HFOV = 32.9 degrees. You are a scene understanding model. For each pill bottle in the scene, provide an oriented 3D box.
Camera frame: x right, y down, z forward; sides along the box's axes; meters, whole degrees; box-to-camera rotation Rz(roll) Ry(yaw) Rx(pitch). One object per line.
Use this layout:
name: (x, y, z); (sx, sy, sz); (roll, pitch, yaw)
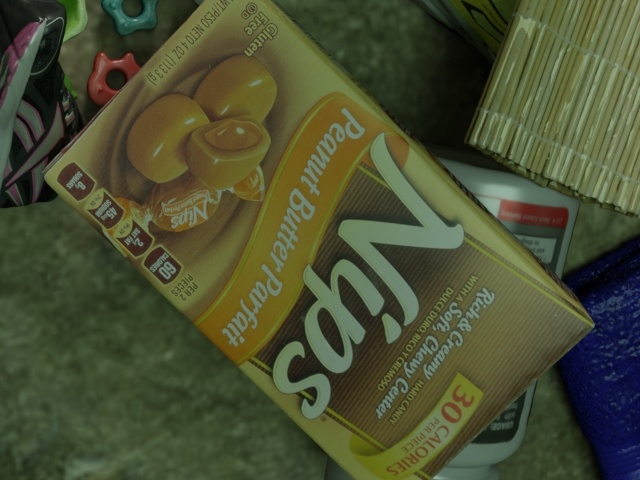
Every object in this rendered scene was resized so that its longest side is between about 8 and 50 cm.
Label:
pill bottle: (0.093, 0.075, 0.843); (0.161, 0.161, 0.283); (8, 101, -22)

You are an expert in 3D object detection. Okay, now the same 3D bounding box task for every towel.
towel: (0.344, 0.136, 1.000); (0.227, 0.076, 0.308); (-29, 112, -13)

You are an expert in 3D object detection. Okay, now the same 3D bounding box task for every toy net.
toy net: (-0.116, -0.167, 0.766); (0.232, 0.045, 0.122); (-21, 110, -15)

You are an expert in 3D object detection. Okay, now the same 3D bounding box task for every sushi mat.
sushi mat: (0.213, -0.183, 0.740); (0.151, 0.019, 0.317); (19, 92, -24)

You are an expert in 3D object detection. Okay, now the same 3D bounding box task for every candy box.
candy box: (0.000, 0.000, 0.714); (0.316, 0.087, 0.183); (44, 100, -2)

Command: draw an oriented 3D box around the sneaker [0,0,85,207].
sneaker: (-0.192, -0.090, 0.726); (0.077, 0.072, 0.178); (-2, 144, -33)

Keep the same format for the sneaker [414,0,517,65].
sneaker: (0.208, -0.149, 0.838); (0.384, 0.147, 0.145); (33, 89, -26)
